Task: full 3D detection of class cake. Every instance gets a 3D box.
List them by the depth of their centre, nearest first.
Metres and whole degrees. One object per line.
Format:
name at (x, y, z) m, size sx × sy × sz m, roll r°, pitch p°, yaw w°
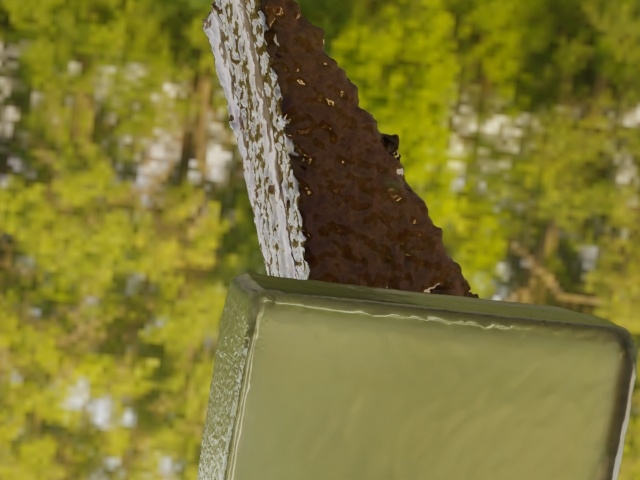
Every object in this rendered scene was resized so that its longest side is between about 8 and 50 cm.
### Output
cake at (0.000, 0.000, 0.951) m, size 0.112 × 0.295 × 0.116 m, roll -22°, pitch 180°, yaw -19°

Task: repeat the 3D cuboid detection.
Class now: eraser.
eraser at (0.039, 0.081, 0.767) m, size 0.172 × 0.117 × 0.058 m, roll 6°, pitch -172°, yaw -16°
